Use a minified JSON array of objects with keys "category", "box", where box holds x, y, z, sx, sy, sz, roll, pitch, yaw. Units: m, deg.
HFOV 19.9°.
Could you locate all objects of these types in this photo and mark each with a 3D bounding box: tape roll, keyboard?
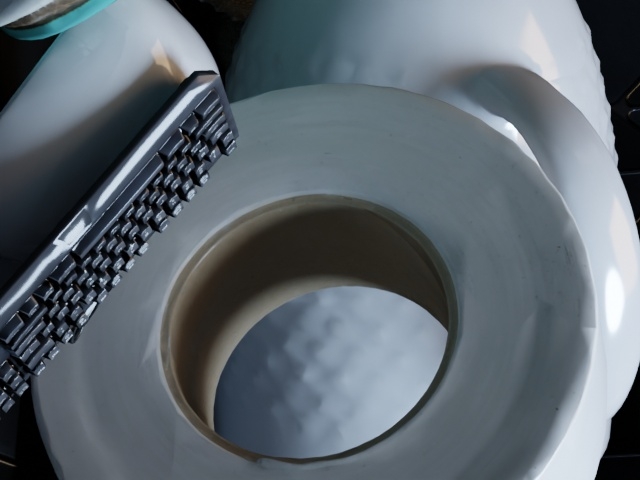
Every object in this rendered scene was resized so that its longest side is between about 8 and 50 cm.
[{"category":"tape roll","box":[0.001,0.064,0.923,0.100,0.286,0.286,70,19,-59]},{"category":"keyboard","box":[-0.099,0.010,0.801,0.180,0.023,0.108,-49,170,-12]}]

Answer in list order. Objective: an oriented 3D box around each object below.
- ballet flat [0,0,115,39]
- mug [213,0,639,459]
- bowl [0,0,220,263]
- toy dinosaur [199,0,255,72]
[{"category":"ballet flat","box":[-0.121,-0.212,0.867,0.400,0.139,0.139,-82,164,-64]},{"category":"mug","box":[0.082,-0.012,1.152,0.374,0.276,0.328,-144,-130,-58]},{"category":"bowl","box":[-0.099,-0.043,0.832,0.142,0.053,0.142,-53,169,3]},{"category":"toy dinosaur","box":[-0.037,-0.158,1.353,0.313,0.121,0.160,82,22,-44]}]
